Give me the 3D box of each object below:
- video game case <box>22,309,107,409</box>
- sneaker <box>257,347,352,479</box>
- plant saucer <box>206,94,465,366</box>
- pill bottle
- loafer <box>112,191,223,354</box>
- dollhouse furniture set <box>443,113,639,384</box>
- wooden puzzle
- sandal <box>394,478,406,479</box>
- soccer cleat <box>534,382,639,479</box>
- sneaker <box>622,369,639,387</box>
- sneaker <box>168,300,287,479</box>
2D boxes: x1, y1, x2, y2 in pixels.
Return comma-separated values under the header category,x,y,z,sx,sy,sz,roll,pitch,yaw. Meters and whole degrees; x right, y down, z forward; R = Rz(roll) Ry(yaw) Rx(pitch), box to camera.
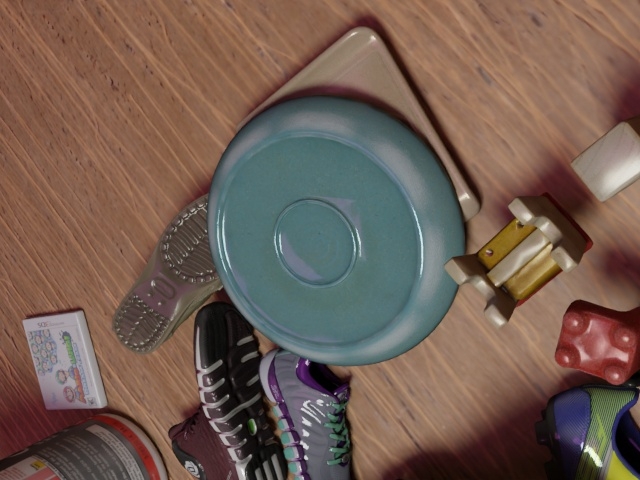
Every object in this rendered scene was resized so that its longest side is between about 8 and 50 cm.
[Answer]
category,x,y,z,sx,sy,sz,roll,pitch,yaw
video game case,-0.411,0.194,1.269,0.143,0.019,0.157,-10,96,35
sneaker,0.005,0.228,0.968,0.098,0.083,0.223,-27,85,30
plant saucer,0.000,0.000,0.880,0.318,0.044,0.317,8,108,24
pill bottle,-0.405,0.401,1.105,0.210,0.363,0.210,8,105,31
loafer,-0.169,0.032,1.029,0.102,0.092,0.268,44,106,-1
dollhouse furniture set,0.316,-0.029,0.656,0.201,0.152,0.374,51,123,13
wooden puzzle,0.037,-0.085,0.898,0.221,0.044,0.238,-33,87,34
sandal,0.137,0.319,0.861,0.168,0.107,0.446,31,143,-13
soccer cleat,0.308,0.278,0.775,0.121,0.093,0.289,-19,92,25
sneaker,0.333,0.087,0.720,0.170,0.075,0.063,-41,78,33
sneaker,-0.155,0.223,1.059,0.163,0.106,0.281,-8,97,37
